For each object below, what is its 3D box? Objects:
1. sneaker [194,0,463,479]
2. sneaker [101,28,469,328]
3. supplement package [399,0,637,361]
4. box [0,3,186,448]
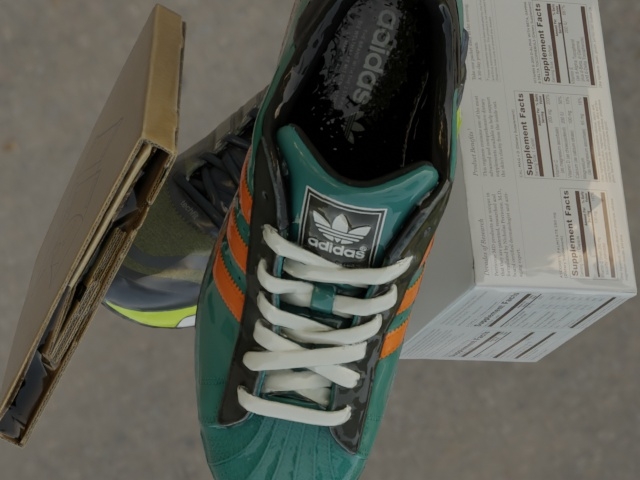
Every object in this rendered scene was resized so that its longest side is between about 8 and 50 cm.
[{"bbox_3d":[0.000,0.000,0.912,0.108,0.121,0.302,11,99,-1],"label":"sneaker"},{"bbox_3d":[-0.026,-0.056,1.172,0.300,0.111,0.121,-35,158,-29],"label":"sneaker"},{"bbox_3d":[0.143,-0.049,1.630,0.145,0.262,0.204,3,159,-18],"label":"supplement package"},{"bbox_3d":[-0.110,-0.013,0.940,0.021,0.201,0.164,25,110,-13],"label":"box"}]
